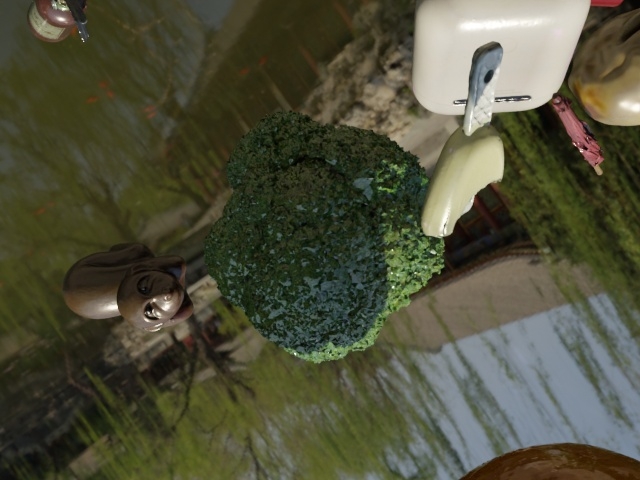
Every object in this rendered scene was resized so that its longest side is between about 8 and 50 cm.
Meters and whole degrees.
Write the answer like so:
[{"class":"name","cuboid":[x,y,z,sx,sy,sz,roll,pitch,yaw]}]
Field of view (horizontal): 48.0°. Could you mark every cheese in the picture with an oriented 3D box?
[{"class":"cheese","cuboid":[0.179,-0.119,0.850,0.127,0.049,0.235,-29,137,-30]}]

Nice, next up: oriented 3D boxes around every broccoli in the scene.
[{"class":"broccoli","cuboid":[0.008,-0.003,1.098,0.321,0.414,0.310,-8,-164,47]}]

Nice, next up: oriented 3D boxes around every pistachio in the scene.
[{"class":"pistachio","cuboid":[0.379,-0.197,0.810,0.215,0.144,0.144,-13,173,-20]}]

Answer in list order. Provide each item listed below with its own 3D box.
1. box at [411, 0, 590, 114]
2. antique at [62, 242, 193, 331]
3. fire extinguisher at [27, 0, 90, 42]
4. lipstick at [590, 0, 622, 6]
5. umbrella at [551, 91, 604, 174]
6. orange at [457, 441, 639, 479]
[{"class":"box","cuboid":[0.309,-0.352,1.283,0.288,0.141,0.349,-4,158,4]},{"class":"antique","cuboid":[-0.321,0.080,1.191,0.256,0.121,0.143,12,-153,35]},{"class":"fire extinguisher","cuboid":[-0.386,-0.337,1.077,0.071,0.099,0.231,-30,-161,-22]},{"class":"lipstick","cuboid":[0.464,-0.480,1.355,0.241,0.080,0.080,-7,172,-16]},{"class":"umbrella","cuboid":[0.285,-0.114,0.783,0.025,0.165,0.027,9,-107,41]},{"class":"orange","cuboid":[0.123,0.166,0.328,0.124,0.156,0.156,-27,176,-35]}]
